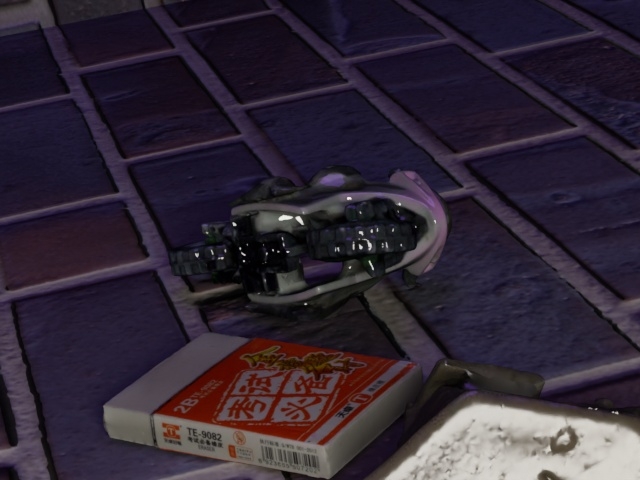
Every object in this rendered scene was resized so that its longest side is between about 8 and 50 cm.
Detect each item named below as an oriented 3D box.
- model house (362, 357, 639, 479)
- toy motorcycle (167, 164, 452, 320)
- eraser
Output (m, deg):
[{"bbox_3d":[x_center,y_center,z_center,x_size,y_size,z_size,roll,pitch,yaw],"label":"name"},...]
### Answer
[{"bbox_3d":[0.142,0.158,1.287,0.229,0.122,0.188,7,9,1],"label":"model house"},{"bbox_3d":[0.000,0.000,1.736,0.188,0.143,0.327,-14,5,-38],"label":"toy motorcycle"},{"bbox_3d":[-0.049,0.136,1.518,0.230,0.038,0.157,7,26,32],"label":"eraser"}]
